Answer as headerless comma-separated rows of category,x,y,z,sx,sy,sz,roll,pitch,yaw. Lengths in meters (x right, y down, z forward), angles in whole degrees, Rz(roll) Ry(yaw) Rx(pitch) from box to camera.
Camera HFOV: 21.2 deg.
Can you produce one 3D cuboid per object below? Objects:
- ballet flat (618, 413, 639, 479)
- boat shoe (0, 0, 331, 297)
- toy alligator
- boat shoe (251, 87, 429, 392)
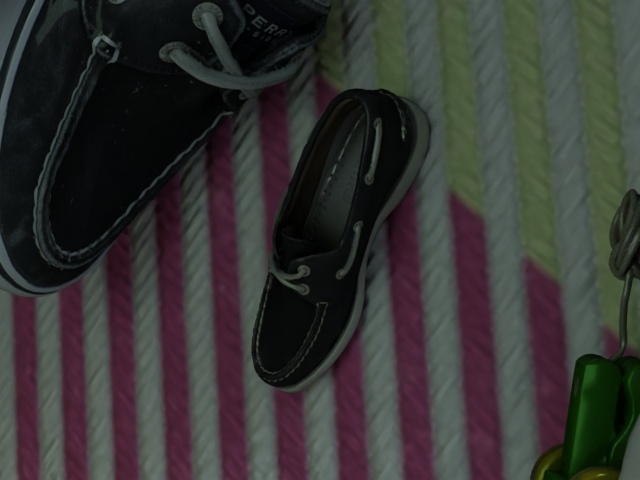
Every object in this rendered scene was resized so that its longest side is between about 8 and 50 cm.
ballet flat,0.156,0.021,0.466,0.139,0.139,0.400,17,97,37
boat shoe,-0.045,-0.101,0.665,0.102,0.108,0.301,33,97,36
toy alligator,0.101,0.081,0.564,0.051,0.056,0.190,15,92,-5
boat shoe,0.000,0.000,0.653,0.046,0.038,0.125,36,105,34
